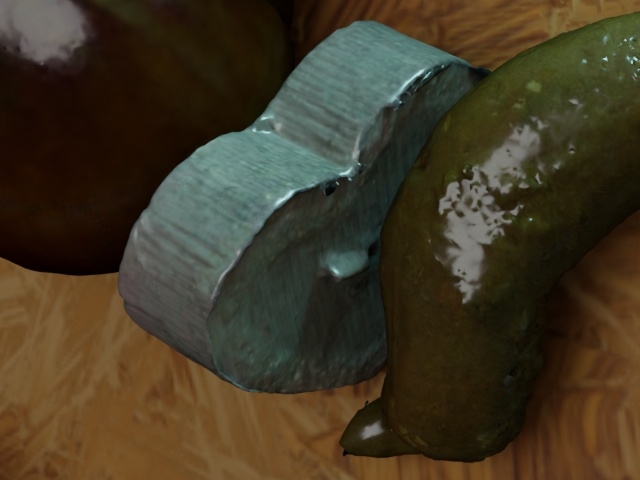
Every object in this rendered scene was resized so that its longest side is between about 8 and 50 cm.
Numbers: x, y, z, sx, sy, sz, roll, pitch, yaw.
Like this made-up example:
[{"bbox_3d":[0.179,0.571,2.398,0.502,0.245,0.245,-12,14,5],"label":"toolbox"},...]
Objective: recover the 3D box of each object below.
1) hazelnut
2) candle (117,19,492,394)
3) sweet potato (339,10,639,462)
[{"bbox_3d":[-0.126,-0.109,0.906,0.217,0.217,0.251,-39,54,26],"label":"hazelnut"},{"bbox_3d":[0.000,0.000,0.868,0.068,0.192,0.168,33,149,29],"label":"candle"},{"bbox_3d":[0.098,-0.011,0.822,0.310,0.124,0.098,-47,22,19],"label":"sweet potato"}]
